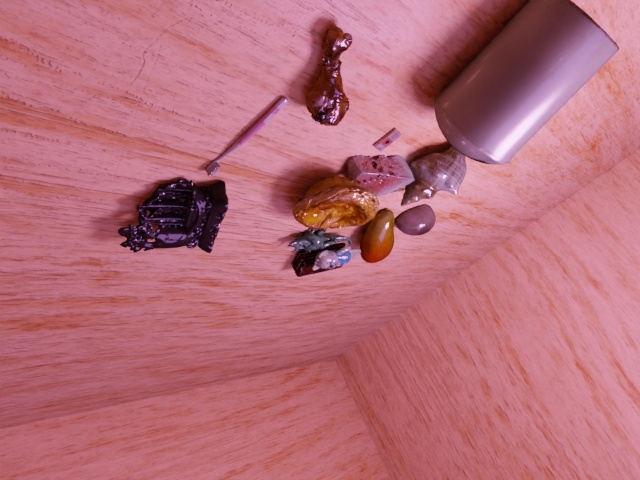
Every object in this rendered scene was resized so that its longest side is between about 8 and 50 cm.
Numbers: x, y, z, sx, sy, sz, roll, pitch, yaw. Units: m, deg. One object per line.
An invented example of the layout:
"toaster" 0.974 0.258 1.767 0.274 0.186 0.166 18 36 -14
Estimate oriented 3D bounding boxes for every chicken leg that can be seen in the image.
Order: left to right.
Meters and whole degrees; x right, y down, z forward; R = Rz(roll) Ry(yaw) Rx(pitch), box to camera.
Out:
"chicken leg" 0.023 -0.372 1.060 0.107 0.087 0.251 -35 154 -29

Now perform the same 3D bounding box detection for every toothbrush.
"toothbrush" -0.186 -0.253 1.135 0.286 0.025 0.020 -37 153 20

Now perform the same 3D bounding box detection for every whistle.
"whistle" 0.072 0.069 1.831 0.236 0.077 0.113 -9 139 -38

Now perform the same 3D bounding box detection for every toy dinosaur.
"toy dinosaur" 0.006 -0.008 1.737 0.292 0.079 0.120 -12 157 -27

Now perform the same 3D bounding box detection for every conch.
"conch" 0.439 -0.239 1.609 0.386 0.169 0.203 -28 163 2

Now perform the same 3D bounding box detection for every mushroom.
"mushroom" 0.418 -0.077 1.981 0.188 0.117 0.141 -14 141 -16

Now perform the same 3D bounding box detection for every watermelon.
"watermelon" 0.175 -0.218 1.507 0.241 0.094 0.154 5 150 -47

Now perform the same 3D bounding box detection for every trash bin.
"trash bin" 0.518 -0.411 1.233 0.281 0.280 0.432 1 140 -46

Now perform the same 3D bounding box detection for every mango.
"mango" 0.237 -0.004 1.915 0.146 0.129 0.289 -19 145 -12

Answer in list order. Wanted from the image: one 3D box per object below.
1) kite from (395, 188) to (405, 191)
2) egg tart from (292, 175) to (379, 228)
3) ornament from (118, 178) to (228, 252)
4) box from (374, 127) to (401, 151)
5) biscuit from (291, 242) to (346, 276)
"kite" 0.382 -0.227 1.757 0.286 0.015 0.152 -11 148 -37
"egg tart" 0.046 -0.123 1.458 0.295 0.116 0.294 -6 162 -2
"ornament" -0.397 -0.062 1.227 0.261 0.106 0.251 2 136 -32
"box" 0.209 -0.312 1.422 0.083 0.012 0.046 -38 154 19
"biscuit" 0.008 0.079 1.911 0.252 0.070 0.106 -10 151 -33
